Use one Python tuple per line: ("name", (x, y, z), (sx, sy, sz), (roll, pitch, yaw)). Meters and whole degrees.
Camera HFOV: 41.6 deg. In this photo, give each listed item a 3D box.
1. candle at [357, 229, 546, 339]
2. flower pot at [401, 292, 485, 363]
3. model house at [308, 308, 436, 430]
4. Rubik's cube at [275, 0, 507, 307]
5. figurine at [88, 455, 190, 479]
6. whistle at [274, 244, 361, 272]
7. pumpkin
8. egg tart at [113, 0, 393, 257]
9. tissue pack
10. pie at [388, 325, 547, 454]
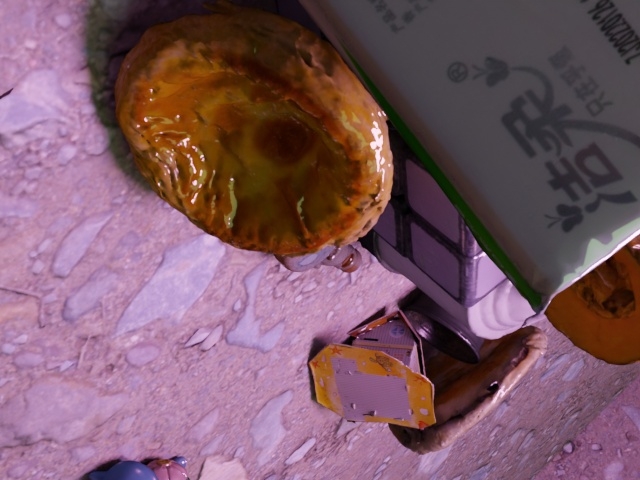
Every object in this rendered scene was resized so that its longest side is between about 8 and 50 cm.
("candle", (0.208, -0.004, 1.111), (0.221, 0.342, 0.221), (-26, 136, -27))
("flower pot", (0.233, 0.126, 1.452), (0.107, 0.157, 0.157), (-53, 149, -14))
("model house", (0.099, 0.195, 1.404), (0.136, 0.207, 0.219), (-69, 154, -42))
("Rubik's cube", (0.163, -0.169, 0.910), (0.301, 0.305, 0.303), (-35, 144, -20))
("figurine", (-0.250, 0.371, 1.184), (0.178, 0.114, 0.144), (-3, 129, -58))
("whistle", (0.000, 0.000, 1.129), (0.107, 0.057, 0.220), (-51, 152, 4))
("pumpkin", (0.300, -0.015, 0.885), (0.139, 0.190, 0.280), (-31, 101, -23))
("egg tart", (-0.056, -0.109, 0.812), (0.295, 0.295, 0.116), (89, 20, -47))
("tissue pack", (0.150, -0.212, 0.577), (0.332, 0.405, 0.205), (-38, 176, 8))
("pie", (0.261, 0.259, 1.513), (0.339, 0.077, 0.339), (-38, -175, 4))
